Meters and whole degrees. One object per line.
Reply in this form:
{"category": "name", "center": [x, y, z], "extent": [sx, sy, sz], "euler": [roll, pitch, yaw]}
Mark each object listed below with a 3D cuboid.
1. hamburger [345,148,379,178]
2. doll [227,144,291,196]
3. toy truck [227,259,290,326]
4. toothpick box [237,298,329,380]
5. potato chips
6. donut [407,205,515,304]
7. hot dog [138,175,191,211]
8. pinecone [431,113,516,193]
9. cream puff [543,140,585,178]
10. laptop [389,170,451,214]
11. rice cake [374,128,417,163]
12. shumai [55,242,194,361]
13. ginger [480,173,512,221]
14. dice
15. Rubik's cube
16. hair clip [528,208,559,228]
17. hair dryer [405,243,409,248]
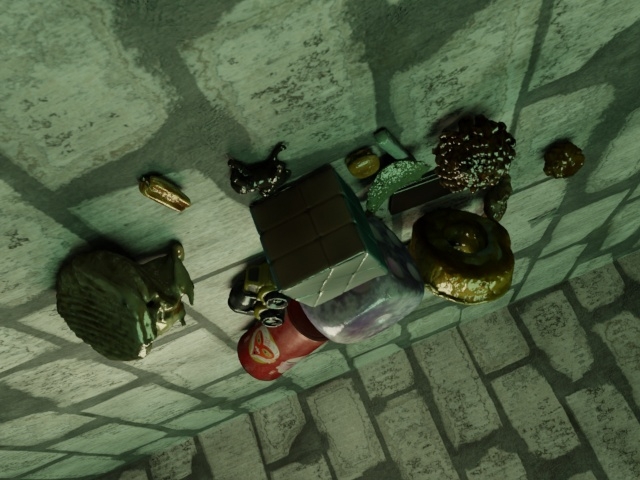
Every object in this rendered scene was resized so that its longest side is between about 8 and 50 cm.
{"category": "hamburger", "center": [0.097, -0.173, 1.387], "extent": [0.076, 0.044, 0.083], "euler": [-30, 154, 15]}
{"category": "doll", "center": [-0.124, -0.129, 1.269], "extent": [0.139, 0.057, 0.165], "euler": [-20, 162, -14]}
{"category": "toy truck", "center": [-0.173, 0.140, 1.728], "extent": [0.165, 0.147, 0.224], "euler": [6, 147, -10]}
{"category": "toothpick box", "center": [-0.117, 0.321, 2.077], "extent": [0.204, 0.204, 0.333], "euler": [-1, 150, -41]}
{"category": "potato chips", "center": [0.174, -0.127, 1.507], "extent": [0.167, 0.059, 0.228], "euler": [-29, 167, -11]}
{"category": "donut", "center": [0.413, 0.030, 1.775], "extent": [0.330, 0.330, 0.160], "euler": [-12, 132, -23]}
{"category": "hot dog", "center": [-0.305, -0.094, 1.202], "extent": [0.056, 0.041, 0.133], "euler": [-30, 149, 16]}
{"category": "pinecone", "center": [0.356, -0.203, 1.412], "extent": [0.195, 0.150, 0.179], "euler": [-13, 127, -19]}
{"category": "cream puff", "center": [0.692, -0.231, 1.757], "extent": [0.116, 0.094, 0.122], "euler": [-26, 134, -2]}
{"category": "laptop", "center": [0.284, -0.139, 1.662], "extent": [0.207, 0.026, 0.154], "euler": [-20, 159, -4]}
{"category": "rice cake", "center": [0.177, -0.205, 1.402], "extent": [0.033, 0.033, 0.207], "euler": [-24, 159, 22]}
{"category": "shumai", "center": [-0.431, 0.109, 1.405], "extent": [0.314, 0.267, 0.262], "euler": [-5, -157, 36]}
{"category": "ginger", "center": [0.540, -0.102, 1.888], "extent": [0.084, 0.122, 0.290], "euler": [9, 161, 6]}
{"category": "dice", "center": [0.101, 0.107, 1.687], "extent": [0.270, 0.271, 0.270], "euler": [-39, 153, 21]}
{"category": "Rubik's cube", "center": [0.000, 0.000, 1.442], "extent": [0.221, 0.225, 0.231], "euler": [-26, 158, 11]}
{"category": "hair clip", "center": [0.835, -0.083, 2.295], "extent": [0.115, 0.030, 0.039], "euler": [-26, 176, 13]}
{"category": "hair dryer", "center": [0.285, 0.146, 2.120], "extent": [0.173, 0.108, 0.357], "euler": [-22, 146, -1]}
